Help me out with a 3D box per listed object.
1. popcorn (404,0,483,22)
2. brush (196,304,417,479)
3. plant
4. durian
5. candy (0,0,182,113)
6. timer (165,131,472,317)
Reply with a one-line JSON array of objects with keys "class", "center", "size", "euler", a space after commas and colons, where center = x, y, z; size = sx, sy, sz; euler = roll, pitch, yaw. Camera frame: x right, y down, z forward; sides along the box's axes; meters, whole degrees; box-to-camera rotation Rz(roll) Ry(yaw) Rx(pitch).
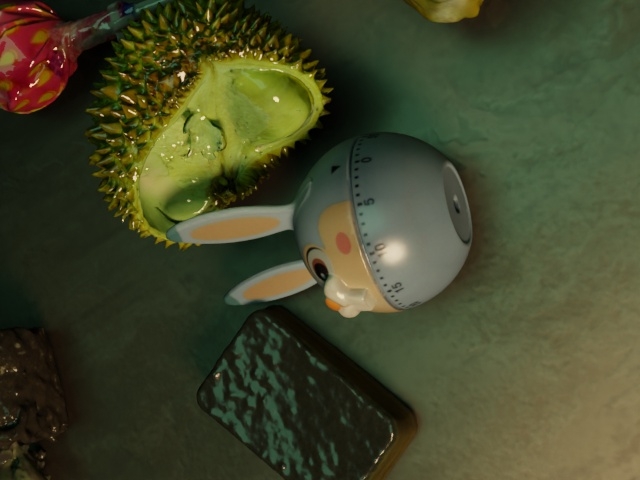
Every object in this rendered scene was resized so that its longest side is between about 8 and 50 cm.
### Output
[{"class": "popcorn", "center": [0.095, -0.359, 0.838], "size": [0.312, 0.312, 0.312], "euler": [0, 89, 22]}, {"class": "brush", "center": [-0.017, 0.162, 0.987], "size": [0.197, 0.059, 0.123], "euler": [37, 101, 18]}, {"class": "plant", "center": [-0.338, 0.192, 1.084], "size": [0.131, 0.142, 0.203], "euler": [-14, 75, 12]}, {"class": "durian", "center": [-0.112, -0.116, 0.952], "size": [0.237, 0.200, 0.176], "euler": [-54, 34, 20]}, {"class": "candy", "center": [-0.207, -0.229, 1.053], "size": [0.365, 0.124, 0.124], "euler": [-18, 83, 14]}, {"class": "timer", "center": [0.012, 0.009, 0.910], "size": [0.255, 0.175, 0.175], "euler": [-30, 78, 4]}]
